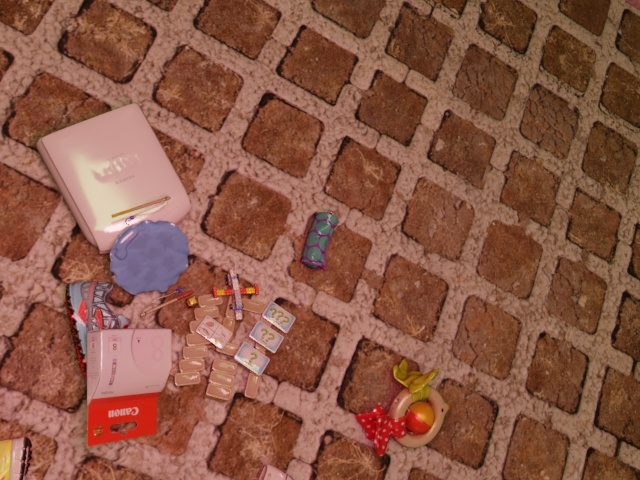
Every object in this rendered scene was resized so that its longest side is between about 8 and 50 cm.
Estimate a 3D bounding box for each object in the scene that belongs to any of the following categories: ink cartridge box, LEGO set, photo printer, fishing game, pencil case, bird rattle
[{"bbox_3d":[-0.403,0.305,1.359,0.189,0.066,0.232,10,70,-55],"label":"ink cartridge box"},{"bbox_3d":[-0.191,0.175,1.508,0.244,0.060,0.182,37,57,-5],"label":"LEGO set"},{"bbox_3d":[-0.464,-0.136,1.473,0.256,0.107,0.307,-27,87,-24],"label":"photo printer"},{"bbox_3d":[-0.388,0.038,1.443,0.189,0.041,0.264,-26,121,-26],"label":"fishing game"},{"bbox_3d":[0.000,0.000,1.634,0.070,0.064,0.151,15,71,10],"label":"pencil case"},{"bbox_3d":[0.226,0.434,1.584,0.207,0.143,0.253,40,69,-25],"label":"bird rattle"}]

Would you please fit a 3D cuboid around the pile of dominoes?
[{"bbox_3d":[-0.228,0.251,1.517,0.196,0.040,0.251,18,63,-15],"label":"pile of dominoes"}]

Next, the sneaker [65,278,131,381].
[{"bbox_3d":[-0.471,0.207,1.390,0.125,0.104,0.261,-12,82,-25],"label":"sneaker"}]

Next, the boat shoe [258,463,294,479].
[{"bbox_3d":[-0.158,0.625,1.408,0.088,0.096,0.267,36,66,-4],"label":"boat shoe"}]

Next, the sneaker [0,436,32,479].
[{"bbox_3d":[-0.643,0.500,1.275,0.094,0.081,0.208,5,71,-8],"label":"sneaker"}]
